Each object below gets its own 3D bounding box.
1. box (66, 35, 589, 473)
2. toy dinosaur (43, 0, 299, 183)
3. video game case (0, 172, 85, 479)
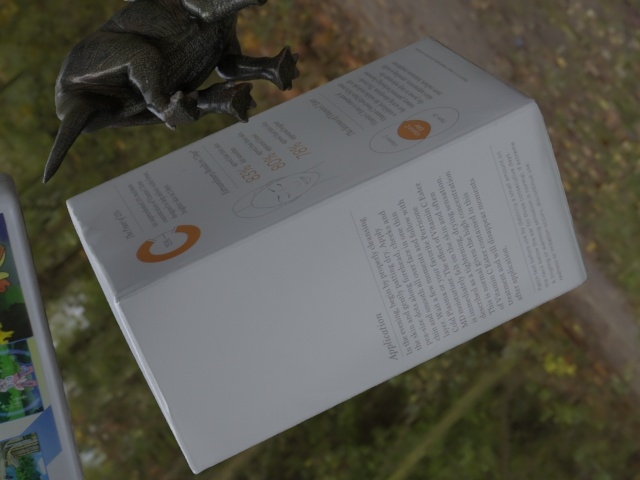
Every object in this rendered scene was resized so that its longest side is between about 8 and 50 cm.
[{"bbox_3d":[0.000,0.000,1.215,0.168,0.345,0.215,70,170,-27],"label":"box"},{"bbox_3d":[-0.123,-0.134,1.134,0.160,0.313,0.121,8,145,34],"label":"toy dinosaur"},{"bbox_3d":[-0.319,0.130,1.011,0.036,0.300,0.329,-121,20,-52],"label":"video game case"}]
